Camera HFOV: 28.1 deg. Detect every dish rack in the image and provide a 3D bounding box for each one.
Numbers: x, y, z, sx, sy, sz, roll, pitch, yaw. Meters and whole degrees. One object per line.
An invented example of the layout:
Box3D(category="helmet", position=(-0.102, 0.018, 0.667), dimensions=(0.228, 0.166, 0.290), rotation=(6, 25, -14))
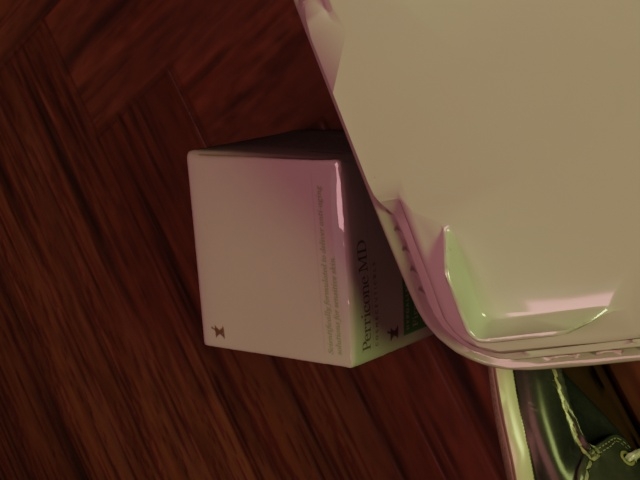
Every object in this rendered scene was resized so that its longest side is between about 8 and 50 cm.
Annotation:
Box3D(category="dish rack", position=(0.139, -0.076, 0.414), dimensions=(0.332, 0.072, 0.286), rotation=(-9, 116, 30))

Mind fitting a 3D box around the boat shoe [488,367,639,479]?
Box3D(category="boat shoe", position=(0.126, 0.122, 0.579), dimensions=(0.079, 0.084, 0.233), rotation=(-16, 82, 6))

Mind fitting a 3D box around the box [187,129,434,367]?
Box3D(category="box", position=(0.000, 0.000, 0.634), dimensions=(0.102, 0.087, 0.101), rotation=(5, 104, 40))
